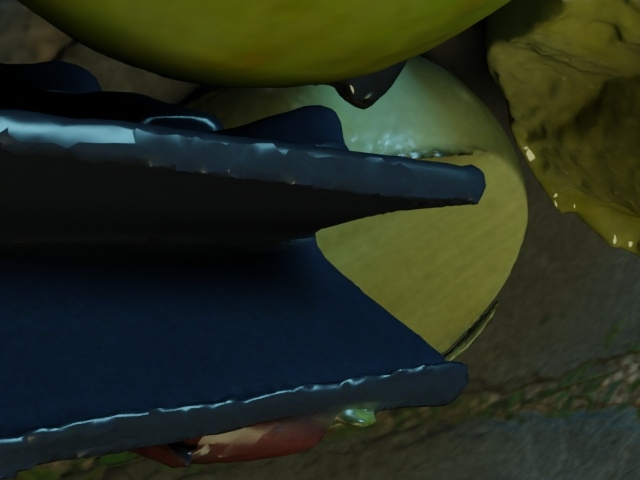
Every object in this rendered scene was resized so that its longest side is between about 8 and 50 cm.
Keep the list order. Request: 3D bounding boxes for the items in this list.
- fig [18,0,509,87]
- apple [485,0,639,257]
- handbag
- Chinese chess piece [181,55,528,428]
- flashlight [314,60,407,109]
[{"bbox_3d":[0.013,-0.200,0.532,0.326,0.258,0.258,-46,141,5],"label":"fig"},{"bbox_3d":[0.212,-0.077,0.830,0.279,0.279,0.279,-21,140,-19],"label":"apple"},{"bbox_3d":[-0.157,-0.005,0.556,0.329,0.303,0.122,2,98,-41],"label":"handbag"},{"bbox_3d":[0.000,0.000,0.873,0.188,0.083,0.188,-23,143,-18],"label":"Chinese chess piece"},{"bbox_3d":[0.087,-0.238,0.682,0.103,0.103,0.424,9,122,-43],"label":"flashlight"}]
